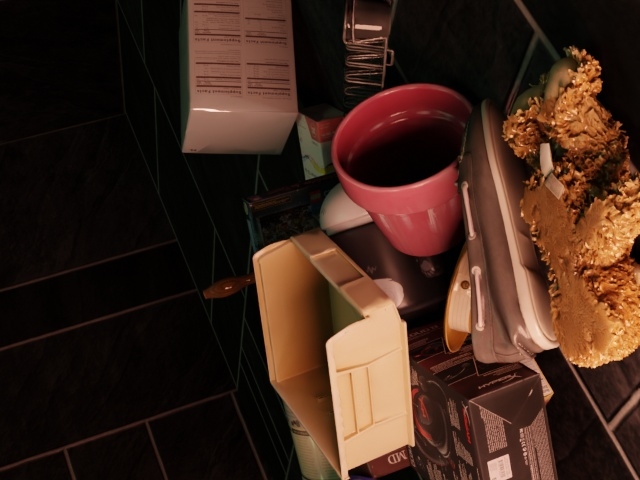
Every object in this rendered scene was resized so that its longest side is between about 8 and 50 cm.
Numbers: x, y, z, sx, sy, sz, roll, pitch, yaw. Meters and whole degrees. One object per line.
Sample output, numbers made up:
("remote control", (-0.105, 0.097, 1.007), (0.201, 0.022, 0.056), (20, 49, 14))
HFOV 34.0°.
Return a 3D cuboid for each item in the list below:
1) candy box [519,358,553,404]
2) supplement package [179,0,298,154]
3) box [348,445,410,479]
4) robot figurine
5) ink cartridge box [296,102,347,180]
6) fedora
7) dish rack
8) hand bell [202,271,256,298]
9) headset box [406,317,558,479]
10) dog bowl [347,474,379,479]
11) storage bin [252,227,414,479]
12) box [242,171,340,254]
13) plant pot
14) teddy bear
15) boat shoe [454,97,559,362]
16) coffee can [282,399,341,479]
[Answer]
("candy box", (0.253, 0.170, 1.490), (0.109, 0.053, 0.187), (100, 150, -56))
("supplement package", (-0.160, -0.320, 1.970), (0.199, 0.198, 0.263), (123, 146, -68))
("box", (0.111, 0.307, 1.864), (0.167, 0.168, 0.203), (130, 122, -69))
("robot figurine", (0.104, 0.028, 1.631), (0.173, 0.209, 0.278), (-16, -91, -68))
("ink cartridge box", (0.015, -0.141, 1.917), (0.115, 0.067, 0.198), (-141, 38, -62))
("fedora", (0.225, 0.062, 1.376), (0.079, 0.194, 0.194), (17, 134, 21))
("dish rack", (0.066, -0.268, 1.510), (0.271, 0.074, 0.208), (91, -178, -46))
("hand bell", (-0.137, 0.079, 2.271), (0.126, 0.242, 0.126), (161, 90, -86))
("headset box", (0.199, 0.249, 1.456), (0.293, 0.110, 0.218), (-151, 46, -66))
("dog bowl", (0.144, 0.500, 1.790), (0.265, 0.265, 0.104), (129, 164, -70))
("storage bin", (0.016, 0.155, 1.525), (0.262, 0.123, 0.260), (-135, 32, -54))
("box", (-0.006, -0.025, 1.808), (0.044, 0.233, 0.159), (-146, 43, -65))
("plant pot", (0.131, -0.082, 1.429), (0.201, 0.201, 0.180), (56, 172, 44))
("teddy bear", (0.291, -0.039, 1.121), (0.245, 0.113, 0.338), (114, 145, -57))
("boat shoe", (0.199, -0.015, 1.244), (0.112, 0.095, 0.335), (30, -134, -50))
("coffee can", (0.026, 0.328, 2.094), (0.201, 0.201, 0.275), (-165, 60, -70))
